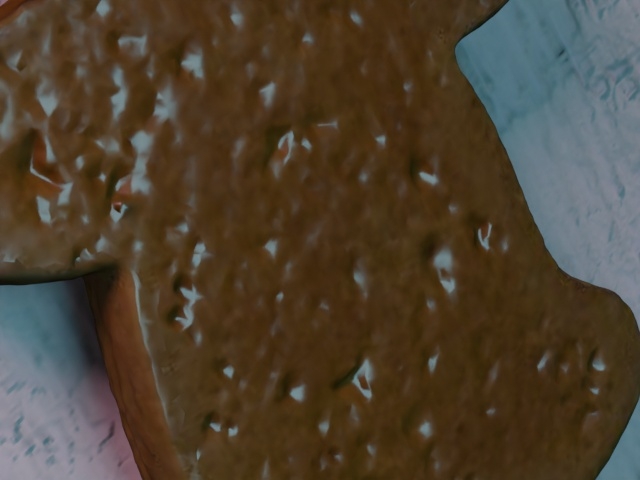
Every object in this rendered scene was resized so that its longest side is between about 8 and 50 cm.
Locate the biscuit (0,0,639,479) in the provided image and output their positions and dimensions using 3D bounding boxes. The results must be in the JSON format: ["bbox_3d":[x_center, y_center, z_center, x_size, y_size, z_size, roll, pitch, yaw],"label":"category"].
[{"bbox_3d":[0.000,0.000,0.825,0.368,0.076,0.394,-38,115,-31],"label":"biscuit"}]
